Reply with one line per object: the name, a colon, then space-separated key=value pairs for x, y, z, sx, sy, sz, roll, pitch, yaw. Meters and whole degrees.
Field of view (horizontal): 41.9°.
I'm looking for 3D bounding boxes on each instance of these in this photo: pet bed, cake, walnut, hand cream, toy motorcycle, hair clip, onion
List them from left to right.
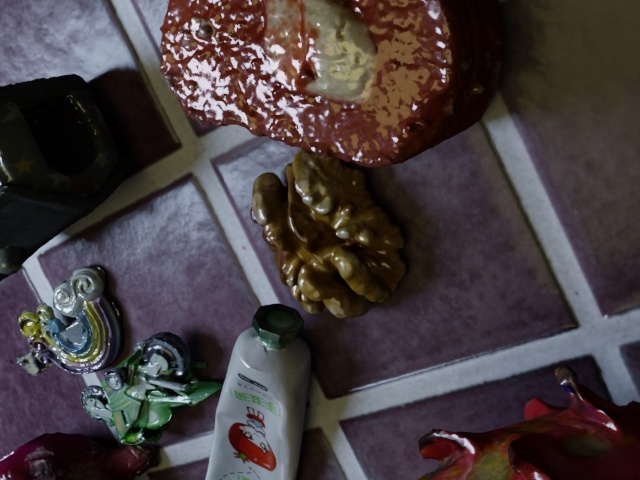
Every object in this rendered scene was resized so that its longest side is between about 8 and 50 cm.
pet bed: x=-0.322 y=-0.055 z=0.886 sx=0.211 sy=0.183 sz=0.159 roll=-27 pitch=91 yaw=33
onion: x=-0.307 y=0.296 z=1.021 sx=0.218 sy=0.195 sz=0.139 roll=-32 pitch=90 yaw=-2
hair clip: x=-0.300 y=0.112 z=1.019 sx=0.172 sy=0.049 sz=0.116 roll=-34 pitch=103 yaw=25
toy motorcycle: x=-0.203 y=0.181 z=0.974 sx=0.190 sy=0.074 sz=0.106 roll=-37 pitch=97 yaw=32
hand cream: x=-0.069 y=0.218 z=0.924 sx=0.121 sy=0.076 sz=0.335 roll=24 pitch=124 yaw=19
walnut: x=0.000 y=0.000 z=0.800 sx=0.143 sy=0.069 sz=0.170 roll=-32 pitch=93 yaw=31
cake: x=0.006 y=-0.177 z=0.686 sx=0.283 sy=0.151 sz=0.176 roll=19 pitch=119 yaw=27

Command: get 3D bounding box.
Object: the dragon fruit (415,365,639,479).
dragon fruit: x=0.252 y=0.269 z=0.619 sx=0.249 sy=0.386 sz=0.371 roll=-40 pitch=114 yaw=-2
